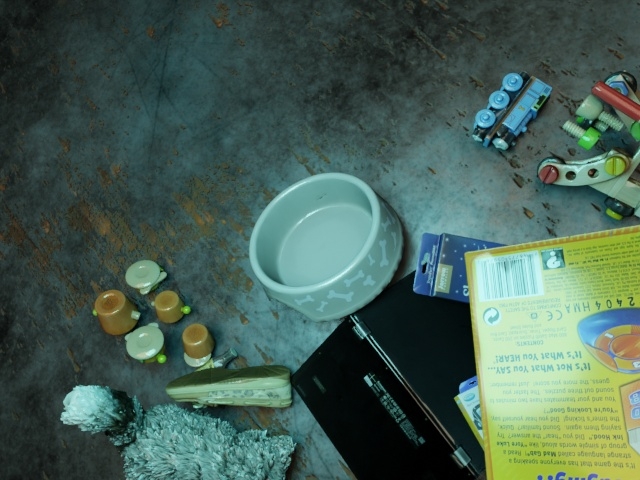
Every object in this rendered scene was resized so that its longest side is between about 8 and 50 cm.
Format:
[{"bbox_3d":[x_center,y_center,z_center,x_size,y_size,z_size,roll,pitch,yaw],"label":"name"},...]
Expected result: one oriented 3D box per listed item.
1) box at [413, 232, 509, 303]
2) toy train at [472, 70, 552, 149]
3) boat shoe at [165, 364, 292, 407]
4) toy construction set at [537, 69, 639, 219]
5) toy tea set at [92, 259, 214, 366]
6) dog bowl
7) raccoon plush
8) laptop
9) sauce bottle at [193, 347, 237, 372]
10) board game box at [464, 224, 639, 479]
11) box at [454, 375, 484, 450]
[{"bbox_3d":[0.316,0.065,1.116,0.225,0.036,0.136,10,82,2],"label":"box"},{"bbox_3d":[0.416,-0.282,1.173,0.105,0.080,0.184,37,91,15],"label":"toy train"},{"bbox_3d":[-0.207,0.343,1.204,0.285,0.104,0.089,-5,99,6],"label":"boat shoe"},{"bbox_3d":[0.575,-0.165,0.993,0.237,0.309,0.257,40,100,16],"label":"toy construction set"},{"bbox_3d":[-0.408,0.210,1.324,0.200,0.124,0.336,-37,61,-24],"label":"toy tea set"},{"bbox_3d":[0.000,0.000,1.162,0.349,0.102,0.348,-15,52,20],"label":"dog bowl"},{"bbox_3d":[-0.260,0.433,1.062,0.299,0.446,0.216,-6,63,30],"label":"raccoon plush"},{"bbox_3d":[0.211,0.310,1.141,0.382,0.236,0.408,52,124,20],"label":"laptop"},{"bbox_3d":[-0.256,0.303,1.277,0.128,0.042,0.042,-39,70,5],"label":"sauce bottle"},{"bbox_3d":[0.460,0.199,0.811,0.357,0.356,0.356,-11,69,30],"label":"board game box"},{"bbox_3d":[0.314,0.325,1.004,0.081,0.028,0.136,-19,63,-17],"label":"box"}]
